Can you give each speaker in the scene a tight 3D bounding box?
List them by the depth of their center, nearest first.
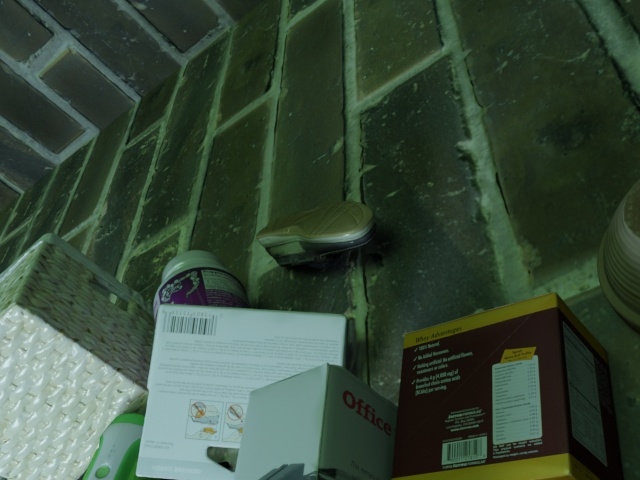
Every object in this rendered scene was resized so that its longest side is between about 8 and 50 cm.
[{"bbox_3d":[-0.326,0.422,1.069,0.131,0.131,0.296,-24,33,32],"label":"speaker"}]

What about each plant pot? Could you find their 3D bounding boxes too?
[{"bbox_3d":[0.396,-0.014,0.723,0.237,0.110,0.237,-30,36,25],"label":"plant pot"}]

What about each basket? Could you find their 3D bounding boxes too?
[{"bbox_3d":[-0.491,0.230,1.268,0.331,0.328,0.266,-43,25,10],"label":"basket"}]

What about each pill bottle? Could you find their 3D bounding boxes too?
[{"bbox_3d":[-0.199,0.143,1.196,0.169,0.169,0.301,-43,33,8],"label":"pill bottle"}]

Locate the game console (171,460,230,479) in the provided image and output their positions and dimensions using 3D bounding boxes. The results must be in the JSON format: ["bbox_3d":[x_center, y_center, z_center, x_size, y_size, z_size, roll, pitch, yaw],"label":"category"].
[{"bbox_3d":[-0.191,0.405,1.057,0.122,0.071,0.107,-23,10,32],"label":"game console"}]

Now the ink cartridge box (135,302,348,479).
[{"bbox_3d":[-0.104,0.216,0.975,0.275,0.060,0.238,3,74,5],"label":"ink cartridge box"}]

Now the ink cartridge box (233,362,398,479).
[{"bbox_3d":[0.018,0.319,0.706,0.129,0.223,0.307,-26,39,32],"label":"ink cartridge box"}]

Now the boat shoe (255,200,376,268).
[{"bbox_3d":[0.000,0.000,1.187,0.285,0.092,0.103,-6,32,49],"label":"boat shoe"}]

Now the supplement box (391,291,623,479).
[{"bbox_3d":[0.192,0.188,0.728,0.191,0.129,0.194,-22,40,35],"label":"supplement box"}]
